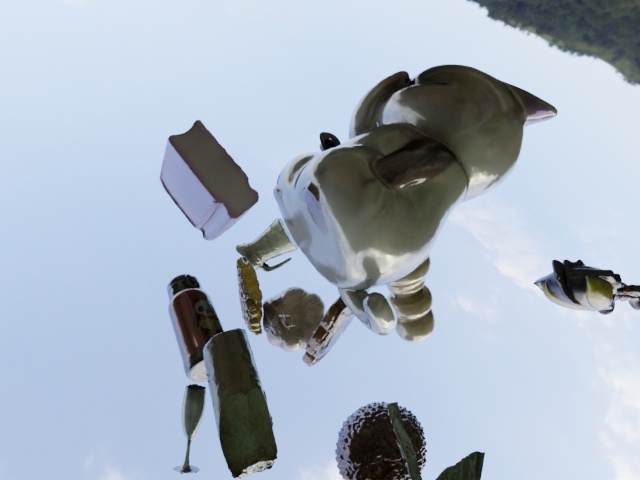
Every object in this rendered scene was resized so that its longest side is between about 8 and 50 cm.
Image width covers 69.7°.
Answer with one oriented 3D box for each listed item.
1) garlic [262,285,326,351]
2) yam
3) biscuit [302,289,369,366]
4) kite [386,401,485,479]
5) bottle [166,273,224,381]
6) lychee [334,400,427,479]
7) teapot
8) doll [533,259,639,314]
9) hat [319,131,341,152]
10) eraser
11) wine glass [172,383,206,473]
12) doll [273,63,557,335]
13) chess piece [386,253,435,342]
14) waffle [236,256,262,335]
[{"bbox_3d":[-0.093,0.243,1.408,0.219,0.212,0.218,-1,-97,10],"label":"garlic"},{"bbox_3d":[-0.155,0.299,0.869,0.106,0.106,0.259,-6,-131,-25],"label":"yam"},{"bbox_3d":[0.049,0.167,1.005,0.041,0.290,0.208,36,-148,13],"label":"biscuit"},{"bbox_3d":[0.141,0.353,0.650,0.229,0.012,0.250,-20,-97,-17],"label":"kite"},{"bbox_3d":[-0.380,0.247,1.384,0.144,0.144,0.336,-11,-131,-28],"label":"bottle"},{"bbox_3d":[0.175,0.592,1.325,0.268,0.267,0.267,11,-131,-12],"label":"lychee"},{"bbox_3d":[-0.079,0.013,0.690,0.083,0.057,0.067,-29,-86,1],"label":"teapot"},{"bbox_3d":[0.472,0.086,0.794,0.249,0.127,0.088,21,-142,-36],"label":"doll"},{"bbox_3d":[0.026,-0.374,1.820,0.121,0.050,0.121,13,-108,-43],"label":"hat"},{"bbox_3d":[-0.340,-0.153,1.344,0.122,0.359,0.272,-43,-81,-25],"label":"eraser"},{"bbox_3d":[-0.316,0.459,1.127,0.066,0.066,0.198,8,-99,-15],"label":"wine glass"},{"bbox_3d":[0.103,-0.088,0.603,0.226,0.215,0.370,44,-105,-10],"label":"doll"},{"bbox_3d":[0.246,0.148,1.271,0.167,0.299,0.167,-14,-159,6],"label":"chess piece"},{"bbox_3d":[-0.227,0.203,1.485,0.057,0.219,0.229,-8,-136,-16],"label":"waffle"}]
